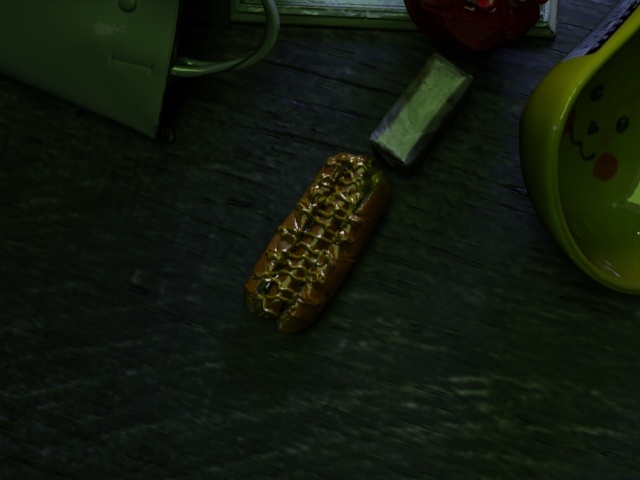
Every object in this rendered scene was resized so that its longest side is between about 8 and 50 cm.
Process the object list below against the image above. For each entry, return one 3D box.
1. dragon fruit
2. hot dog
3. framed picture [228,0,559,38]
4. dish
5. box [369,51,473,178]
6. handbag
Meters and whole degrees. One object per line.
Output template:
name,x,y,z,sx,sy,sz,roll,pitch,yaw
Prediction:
dragon fruit,0.122,-0.220,0.936,0.121,0.130,0.142,-22,37,13
hot dog,0.000,0.000,0.974,0.071,0.045,0.165,32,88,15
framed picture,0.071,-0.296,1.029,0.293,0.018,0.231,4,81,11
dish,0.244,-0.100,0.899,0.262,0.221,0.108,-53,37,-5
box,0.085,-0.104,0.970,0.045,0.062,0.098,37,86,9
handbag,-0.189,-0.211,0.977,0.315,0.109,0.241,22,125,15
